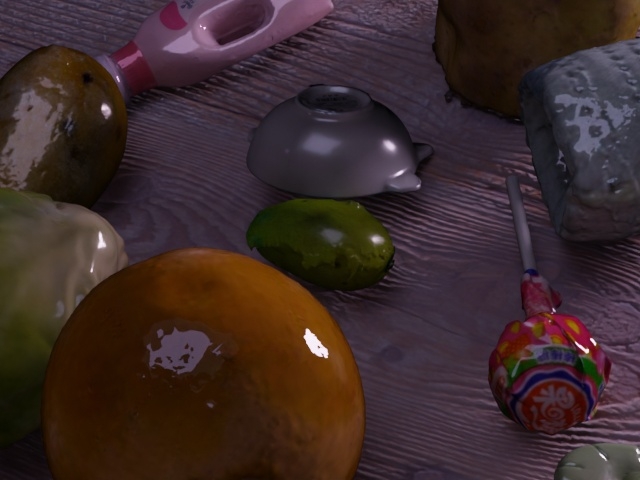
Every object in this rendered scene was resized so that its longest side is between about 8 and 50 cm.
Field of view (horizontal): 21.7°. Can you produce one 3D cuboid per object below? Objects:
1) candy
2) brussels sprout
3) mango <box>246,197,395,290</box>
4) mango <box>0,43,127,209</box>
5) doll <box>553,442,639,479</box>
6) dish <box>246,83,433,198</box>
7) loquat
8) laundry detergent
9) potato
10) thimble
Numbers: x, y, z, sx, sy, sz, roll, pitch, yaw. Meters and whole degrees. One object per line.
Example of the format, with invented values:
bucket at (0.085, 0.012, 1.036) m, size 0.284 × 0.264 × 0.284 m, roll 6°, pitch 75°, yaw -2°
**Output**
candy at (0.224, 0.052, 1.772) m, size 0.124 × 0.124 × 0.365 m, roll -13°, pitch 41°, yaw 7°
brussels sprout at (-0.375, 0.093, 1.840) m, size 0.344 × 0.268 × 0.344 m, roll 2°, pitch 61°, yaw -4°
mango at (0.000, -0.001, 1.886) m, size 0.178 × 0.119 × 0.100 m, roll 12°, pitch 75°, yaw 28°
mango at (-0.354, -0.088, 2.077) m, size 0.176 × 0.176 × 0.329 m, roll 2°, pitch 65°, yaw 52°
doll at (0.235, 0.318, 1.484) m, size 0.268 × 0.216 × 0.284 m, roll 3°, pitch 62°, yaw -11°
dish at (0.019, -0.136, 1.985) m, size 0.236 × 0.086 × 0.228 m, roll 9°, pitch 28°, yaw 13°
loquat at (-0.115, 0.168, 1.635) m, size 0.328 × 0.328 × 0.328 m, roll -10°, pitch 46°, yaw 10°
laundry detergent at (-0.154, -0.277, 2.229) m, size 0.335 × 0.088 × 0.159 m, roll -30°, pitch 46°, yaw -8°
potato at (0.256, -0.322, 2.019) m, size 0.289 × 0.237 × 0.301 m, roll -11°, pitch 45°, yaw 9°
thimble at (0.322, -0.106, 1.816) m, size 0.172 × 0.205 × 0.250 m, roll -13°, pitch 28°, yaw -1°
